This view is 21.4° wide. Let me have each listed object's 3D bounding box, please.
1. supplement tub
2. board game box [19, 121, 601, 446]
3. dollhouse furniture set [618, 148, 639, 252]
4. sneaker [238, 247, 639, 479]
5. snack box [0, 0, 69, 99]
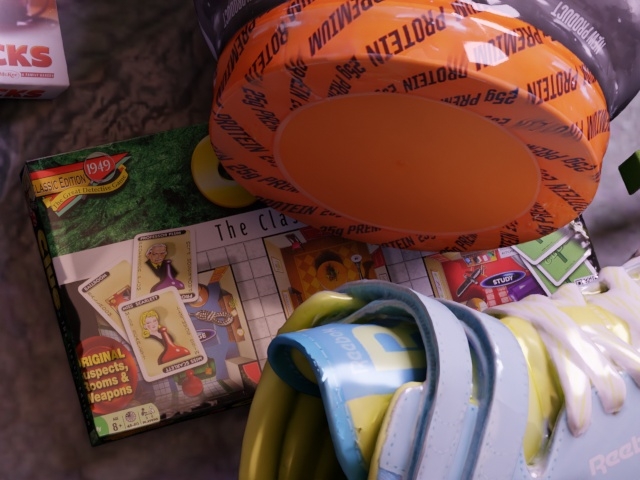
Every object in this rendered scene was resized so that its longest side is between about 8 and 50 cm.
[{"bbox_3d":[0.059,-0.180,0.762,0.207,0.207,0.338,15,64,-8],"label":"supplement tub"},{"bbox_3d":[0.000,0.000,0.811,0.259,0.030,0.136,-14,76,-16],"label":"board game box"},{"bbox_3d":[0.202,0.019,0.823,0.058,0.076,0.152,-21,80,-9],"label":"dollhouse furniture set"},{"bbox_3d":[0.102,0.050,0.681,0.319,0.127,0.208,-47,127,2],"label":"sneaker"},{"bbox_3d":[-0.201,-0.098,0.763,0.178,0.022,0.064,-2,75,-36],"label":"snack box"}]
